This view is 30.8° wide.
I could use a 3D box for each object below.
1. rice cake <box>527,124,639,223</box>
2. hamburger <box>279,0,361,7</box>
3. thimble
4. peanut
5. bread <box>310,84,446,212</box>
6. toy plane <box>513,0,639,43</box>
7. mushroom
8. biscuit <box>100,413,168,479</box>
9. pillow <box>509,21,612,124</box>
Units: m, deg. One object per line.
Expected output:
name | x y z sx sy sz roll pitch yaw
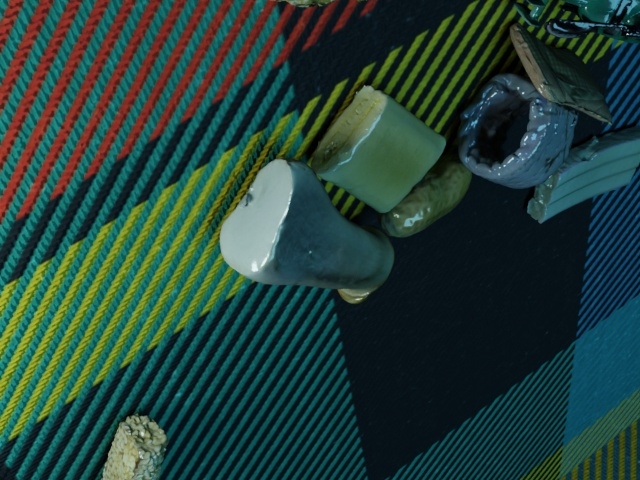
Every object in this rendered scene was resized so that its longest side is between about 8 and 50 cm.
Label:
rice cake | 0.447 -0.115 1.923 0.237 0.043 0.127 -21 142 -32
hamburger | 0.033 -0.310 1.176 0.262 0.124 0.131 -13 137 -40
thimble | 0.272 -0.149 1.615 0.118 0.127 0.151 10 114 -54
peanut | 0.149 -0.067 1.624 0.174 0.080 0.080 -35 148 -29
bread | 0.074 -0.116 1.502 0.139 0.060 0.178 -48 148 8
toy plane | 0.378 -0.312 1.530 0.381 0.155 0.106 8 124 -31
mushroom | 0.000 0.000 1.498 0.159 0.122 0.328 -34 153 21
biscuit | -0.260 0.321 1.626 0.070 0.082 0.169 -16 138 -39
pillow | 0.332 -0.226 1.592 0.034 0.135 0.211 -34 155 30
